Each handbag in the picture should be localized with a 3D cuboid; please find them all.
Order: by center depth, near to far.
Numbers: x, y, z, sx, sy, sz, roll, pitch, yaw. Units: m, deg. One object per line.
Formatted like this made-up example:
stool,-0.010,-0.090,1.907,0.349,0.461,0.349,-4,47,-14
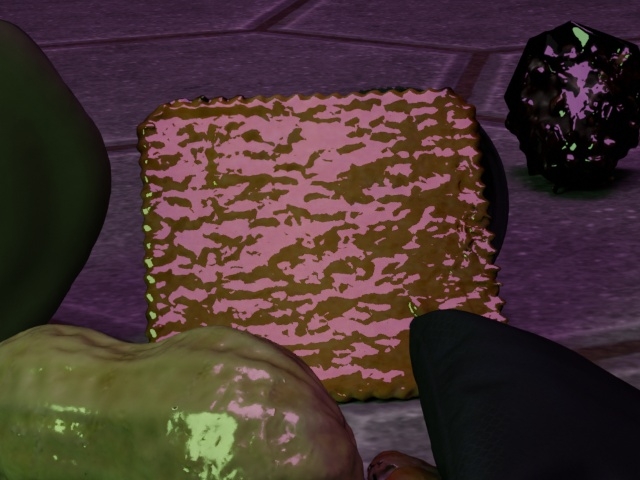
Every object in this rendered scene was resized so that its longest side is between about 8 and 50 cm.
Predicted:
handbag,0.138,0.117,0.642,0.211,0.088,0.254,28,12,-7

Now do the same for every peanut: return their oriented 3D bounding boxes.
peanut,-0.081,0.097,0.758,0.257,0.123,0.123,11,20,38

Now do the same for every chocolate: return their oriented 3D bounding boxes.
chocolate,0.249,-0.108,1.451,0.156,0.156,0.133,1,33,9

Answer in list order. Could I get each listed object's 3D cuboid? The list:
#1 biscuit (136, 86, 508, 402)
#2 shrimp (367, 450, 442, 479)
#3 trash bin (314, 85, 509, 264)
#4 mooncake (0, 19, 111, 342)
biscuit,0.000,0.000,0.995,0.237,0.232,0.013,-3,-27,-4
shrimp,0.079,0.147,0.692,0.091,0.043,0.184,25,12,-26
trash bin,0.035,-0.030,1.141,0.175,0.175,0.161,-4,6,-10
mooncake,-0.275,-0.030,0.967,0.275,0.275,0.135,-12,23,-33
